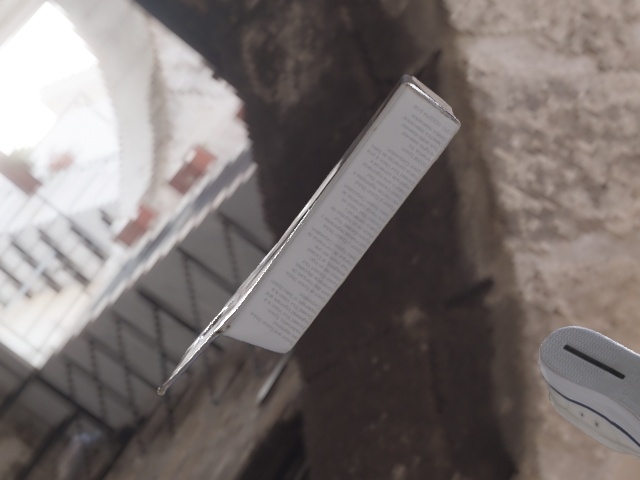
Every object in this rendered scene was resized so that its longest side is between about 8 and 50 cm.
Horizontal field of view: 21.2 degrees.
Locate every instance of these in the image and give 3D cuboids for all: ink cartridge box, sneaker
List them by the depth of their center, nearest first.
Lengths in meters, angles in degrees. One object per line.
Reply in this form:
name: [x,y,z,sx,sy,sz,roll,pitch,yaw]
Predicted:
ink cartridge box: [0.000,0.000,1.036,0.045,0.224,0.223,39,8,-2]
sneaker: [0.318,0.169,1.604,0.258,0.094,0.091,35,-22,35]
